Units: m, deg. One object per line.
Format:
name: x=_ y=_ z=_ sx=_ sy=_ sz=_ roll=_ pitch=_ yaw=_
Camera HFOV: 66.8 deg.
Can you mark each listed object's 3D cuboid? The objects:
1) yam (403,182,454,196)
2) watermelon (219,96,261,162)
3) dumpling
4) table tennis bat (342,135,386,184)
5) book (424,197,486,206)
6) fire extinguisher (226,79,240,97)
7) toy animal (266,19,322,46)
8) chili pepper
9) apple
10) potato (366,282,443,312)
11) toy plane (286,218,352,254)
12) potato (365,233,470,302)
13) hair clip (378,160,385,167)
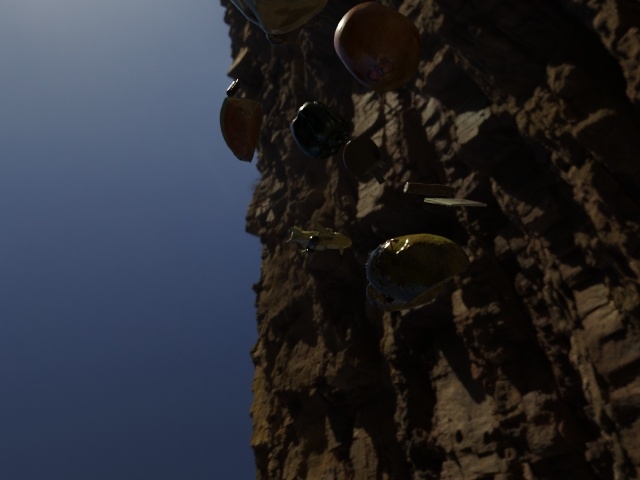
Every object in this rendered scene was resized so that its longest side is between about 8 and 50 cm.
yam: x=0.485 y=-0.225 z=2.155 sx=0.241 sy=0.057 sz=0.057 roll=3 pitch=-129 yaw=-16
watermelon: x=-0.278 y=-0.421 z=1.805 sx=0.128 sy=0.231 sz=0.146 roll=16 pitch=-150 yaw=26
dumpling: x=-0.102 y=-0.672 z=1.068 sx=0.315 sy=0.233 sz=0.395 roll=-35 pitch=-70 yaw=-33
table tennis bat: x=0.162 y=-0.270 z=1.691 sx=0.220 sy=0.130 sz=0.019 roll=44 pitch=-174 yaw=-37
book: x=0.464 y=-0.130 z=1.667 sx=0.181 sy=0.014 sz=0.127 roll=-2 pitch=-167 yaw=-32
fire extinguisher: x=-0.370 y=-0.638 z=2.059 sx=0.039 sy=0.056 sz=0.132 roll=28 pitch=-145 yaw=-12
toy animal: x=-0.082 y=-0.630 z=1.362 sx=0.186 sy=0.094 sz=0.214 roll=19 pitch=-120 yaw=44
chili pepper: x=-0.004 y=-0.538 z=2.346 sx=0.257 sy=0.248 sz=0.233 roll=47 pitch=-145 yaw=11
apple: x=0.271 y=-0.877 z=2.189 sx=0.400 sy=0.333 sz=0.400 roll=38 pitch=-153 yaw=-24
potato: x=0.295 y=0.168 z=1.679 sx=0.300 sy=0.173 sz=0.140 roll=-3 pitch=-106 yaw=-27
toy plane: x=0.000 y=0.000 z=1.825 sx=0.244 sy=0.229 sz=0.092 roll=12 pitch=-122 yaw=-8
potato: x=0.247 y=0.072 z=1.278 sx=0.141 sy=0.298 sz=0.176 roll=-21 pitch=-82 yaw=-45
hair clip: x=0.226 y=-0.323 z=2.021 sx=0.115 sy=0.030 sz=0.039 roll=12 pitch=-132 yaw=-39
